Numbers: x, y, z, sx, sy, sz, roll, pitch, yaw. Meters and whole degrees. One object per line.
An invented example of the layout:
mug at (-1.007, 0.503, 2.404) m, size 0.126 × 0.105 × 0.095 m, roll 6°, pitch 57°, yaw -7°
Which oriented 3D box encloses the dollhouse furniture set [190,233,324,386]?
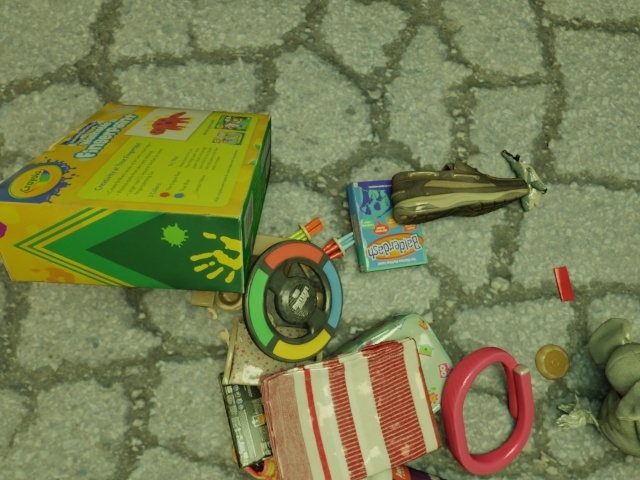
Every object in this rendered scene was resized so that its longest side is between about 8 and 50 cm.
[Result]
dollhouse furniture set at (-0.135, 0.181, 0.828) m, size 0.303 × 0.174 × 0.355 m, roll 8°, pitch 63°, yaw -9°

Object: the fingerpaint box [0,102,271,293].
fingerpaint box at (-0.299, -0.107, 0.801) m, size 0.371 × 0.445 × 0.163 m, roll 3°, pitch 125°, yaw -3°

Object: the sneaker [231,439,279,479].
sneaker at (-0.099, 0.478, 0.880) m, size 0.208 × 0.094 × 0.081 m, roll 22°, pitch 80°, yaw 0°

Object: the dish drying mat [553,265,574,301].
dish drying mat at (0.595, 0.106, 1.019) m, size 0.032 × 0.008 × 0.083 m, roll -9°, pitch 83°, yaw -4°

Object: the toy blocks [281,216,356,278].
toy blocks at (0.000, 0.000, 0.981) m, size 0.148 × 0.054 × 0.123 m, roll -32°, pitch 82°, yaw -9°

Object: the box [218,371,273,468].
box at (-0.103, 0.348, 0.879) m, size 0.184 × 0.045 × 0.190 m, roll -11°, pitch 64°, yaw -23°

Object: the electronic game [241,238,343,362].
electronic game at (-0.044, 0.112, 0.781) m, size 0.229 × 0.048 × 0.229 m, roll 4°, pitch 83°, yaw -39°

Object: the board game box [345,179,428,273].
board game box at (0.155, -0.036, 0.981) m, size 0.160 × 0.047 × 0.210 m, roll -7°, pitch 82°, yaw -19°

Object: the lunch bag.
lunch bag at (0.147, 0.308, 0.913) m, size 0.279 × 0.108 × 0.224 m, roll -31°, pitch 87°, yaw -6°

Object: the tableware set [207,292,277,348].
tableware set at (-0.183, 0.168, 0.952) m, size 0.128 × 0.039 × 0.194 m, roll -28°, pitch 83°, yaw -7°

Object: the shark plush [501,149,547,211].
shark plush at (0.498, -0.155, 1.034) m, size 0.067 × 0.073 × 0.161 m, roll -32°, pitch 90°, yaw 24°

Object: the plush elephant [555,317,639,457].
plush elephant at (0.682, 0.309, 0.853) m, size 0.330 × 0.272 × 0.255 m, roll 2°, pitch 126°, yaw 12°

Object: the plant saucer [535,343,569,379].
plant saucer at (0.552, 0.288, 0.984) m, size 0.083 × 0.015 × 0.083 m, roll 0°, pitch 81°, yaw -3°

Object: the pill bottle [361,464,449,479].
pill bottle at (0.181, 0.559, 0.838) m, size 0.323 × 0.181 × 0.181 m, roll 19°, pitch 81°, yaw 0°

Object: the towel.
towel at (0.064, 0.339, 0.806) m, size 0.329 × 0.037 × 0.237 m, roll -12°, pitch 85°, yaw -14°

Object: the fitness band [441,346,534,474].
fitness band at (0.361, 0.368, 0.892) m, size 0.209 × 0.054 × 0.290 m, roll -21°, pitch 109°, yaw -18°

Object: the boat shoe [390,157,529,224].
boat shoe at (0.325, -0.127, 0.961) m, size 0.355 × 0.132 × 0.130 m, roll -8°, pitch 78°, yaw -20°
